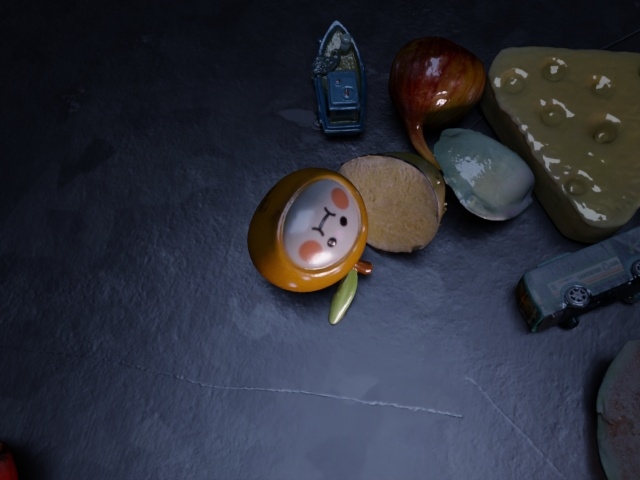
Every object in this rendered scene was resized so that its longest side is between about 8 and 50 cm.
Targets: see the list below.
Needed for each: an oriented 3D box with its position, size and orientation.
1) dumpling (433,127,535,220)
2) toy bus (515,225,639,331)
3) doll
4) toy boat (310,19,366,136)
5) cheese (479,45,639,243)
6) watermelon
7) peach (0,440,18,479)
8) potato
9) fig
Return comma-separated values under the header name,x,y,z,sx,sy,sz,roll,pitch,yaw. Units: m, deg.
name,x,y,z,sx,sy,sz,roll,pitch,yaw
dumpling,0.280,-0.100,0.950,0.217,0.105,0.149,31,80,-10
toy bus,0.454,0.064,0.900,0.262,0.091,0.109,-20,59,-5
doll,0.000,0.000,0.908,0.236,0.213,0.213,39,73,-22
toy boat,0.036,-0.322,1.058,0.110,0.098,0.237,-3,69,-1
cheese,0.455,-0.221,0.992,0.384,0.104,0.383,-1,71,2
watermelon,0.512,0.299,0.759,0.224,0.180,0.305,3,71,20
peach,-0.563,0.354,0.800,0.190,0.196,0.226,-21,63,-43
potato,0.135,-0.084,0.952,0.202,0.182,0.117,1,28,40
fig,0.196,-0.261,1.003,0.175,0.175,0.207,29,94,13
